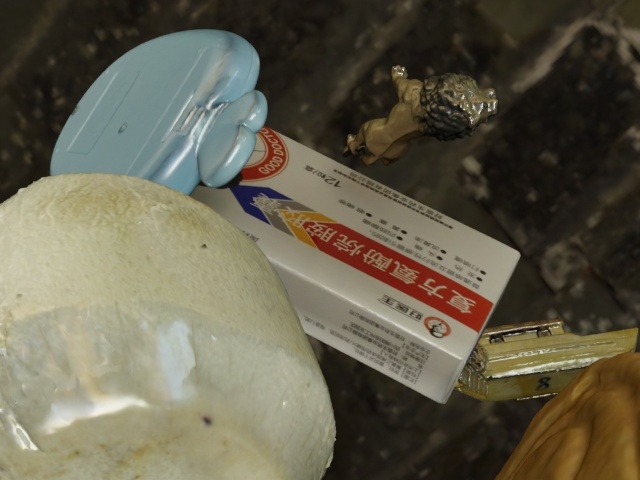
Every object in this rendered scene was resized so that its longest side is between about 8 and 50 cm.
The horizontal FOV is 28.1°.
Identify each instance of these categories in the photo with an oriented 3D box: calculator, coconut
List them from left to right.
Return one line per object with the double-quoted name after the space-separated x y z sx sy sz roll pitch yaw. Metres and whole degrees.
-0.128 0.090 0.715 0.245 0.247 0.245 -9 121 -14 "coconut"
-0.138 -0.095 1.061 0.302 0.042 0.188 10 -114 57 "calculator"

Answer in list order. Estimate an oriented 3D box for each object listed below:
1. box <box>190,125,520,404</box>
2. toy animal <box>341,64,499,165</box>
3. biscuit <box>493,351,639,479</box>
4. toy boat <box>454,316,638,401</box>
0.000 0.000 1.218 0.214 0.353 0.069 -51 164 -56 "box"
0.076 -0.110 1.124 0.220 0.069 0.086 -24 -144 59 "toy animal"
0.120 0.178 0.669 0.376 0.051 0.269 -56 -171 30 "biscuit"
0.250 0.128 1.446 0.226 0.088 0.068 -9 135 -5 "toy boat"
